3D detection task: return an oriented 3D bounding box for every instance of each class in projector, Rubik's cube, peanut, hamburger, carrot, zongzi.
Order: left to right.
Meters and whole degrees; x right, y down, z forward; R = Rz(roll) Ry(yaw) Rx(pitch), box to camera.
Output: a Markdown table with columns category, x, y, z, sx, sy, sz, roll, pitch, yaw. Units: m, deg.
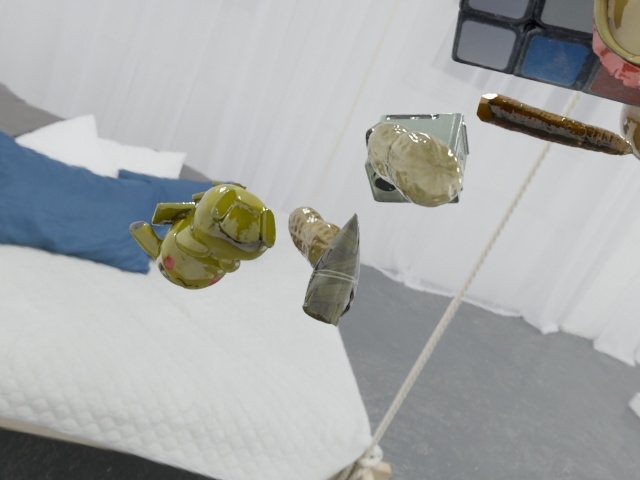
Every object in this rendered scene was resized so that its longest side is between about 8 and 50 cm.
| category | x | y | z | sx | sy | sz | roll | pitch | yaw |
| --- | --- | --- | --- | --- | --- | --- | --- | --- | --- |
| peanut | 0.000 | 0.000 | 1.280 | 0.095 | 0.108 | 0.226 | -8 | 35 | -30 |
| zongzi | 0.033 | 0.047 | 1.018 | 0.084 | 0.184 | 0.187 | 18 | -1 | 3 |
| peanut | 0.161 | -0.149 | 1.058 | 0.123 | 0.124 | 0.257 | 14 | 22 | -29 |
| projector | 0.217 | -0.191 | 1.373 | 0.242 | 0.163 | 0.177 | 5 | 51 | 22 |
| carrot | 0.473 | -0.231 | 1.186 | 0.314 | 0.066 | 0.066 | 21 | 18 | 17 |
| Rubik's cube | 0.422 | -0.471 | 0.886 | 0.363 | 0.359 | 0.362 | 18 | -22 | 9 |
| hamburger | 0.362 | -0.219 | 0.570 | 0.136 | 0.175 | 0.175 | 10 | 25 | -43 |

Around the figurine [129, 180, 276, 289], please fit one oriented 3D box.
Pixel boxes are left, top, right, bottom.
| category | x | y | z | sx | sy | sz | roll | pitch | yaw |
| --- | --- | --- | --- | --- | --- | --- | --- | --- | --- |
| figurine | -0.242 | -0.004 | 1.188 | 0.218 | 0.326 | 0.169 | 33 | 40 | -28 |

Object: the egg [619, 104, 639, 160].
| category | x | y | z | sx | sy | sz | roll | pitch | yaw |
| --- | --- | --- | --- | --- | --- | --- | --- | --- | --- |
| egg | 0.962 | -0.327 | 1.576 | 0.282 | 0.283 | 0.351 | 32 | 21 | 18 |
